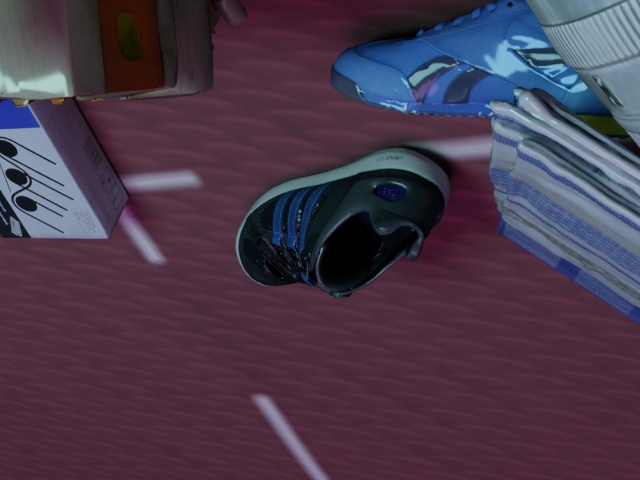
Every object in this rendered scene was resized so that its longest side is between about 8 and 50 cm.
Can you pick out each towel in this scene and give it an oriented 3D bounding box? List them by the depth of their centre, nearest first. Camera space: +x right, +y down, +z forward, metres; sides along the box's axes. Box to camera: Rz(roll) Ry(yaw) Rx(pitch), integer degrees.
[{"bbox_3d":[0.184,0.009,0.847,0.209,0.034,0.285,34,175,11],"label":"towel"}]

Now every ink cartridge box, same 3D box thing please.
[{"bbox_3d":[-0.222,-0.085,1.067,0.097,0.046,0.207,1,138,24],"label":"ink cartridge box"}]

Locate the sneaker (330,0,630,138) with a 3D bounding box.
[{"bbox_3d":[0.101,-0.110,0.869,0.209,0.069,0.082,9,110,31],"label":"sneaker"}]

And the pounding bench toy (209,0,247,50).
[{"bbox_3d":[-0.072,-0.149,0.892,0.083,0.065,0.052,0,138,29],"label":"pounding bench toy"}]

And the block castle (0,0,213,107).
[{"bbox_3d":[-0.261,-0.159,0.693,0.303,0.453,0.213,-2,95,27],"label":"block castle"}]

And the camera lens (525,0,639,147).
[{"bbox_3d":[0.145,-0.186,0.563,0.219,0.219,0.274,-26,104,45],"label":"camera lens"}]

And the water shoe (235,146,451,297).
[{"bbox_3d":[0.000,0.000,1.030,0.073,0.080,0.203,39,140,-20],"label":"water shoe"}]
